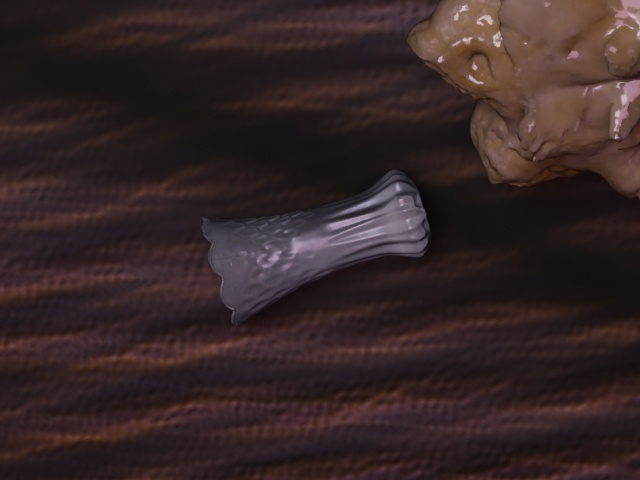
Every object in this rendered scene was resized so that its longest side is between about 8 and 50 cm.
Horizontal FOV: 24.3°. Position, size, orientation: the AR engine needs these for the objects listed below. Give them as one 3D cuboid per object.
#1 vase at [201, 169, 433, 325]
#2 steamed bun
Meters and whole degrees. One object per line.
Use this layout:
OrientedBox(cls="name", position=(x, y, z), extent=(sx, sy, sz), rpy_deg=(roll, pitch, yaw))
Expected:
OrientedBox(cls="vase", position=(0.000, 0.000, 1.018), extent=(0.149, 0.081, 0.081), rpy_deg=(-18, 97, 3))
OrientedBox(cls="steamed bun", position=(0.207, -0.131, 0.896), extent=(0.295, 0.137, 0.292), rpy_deg=(-16, 135, -19))
